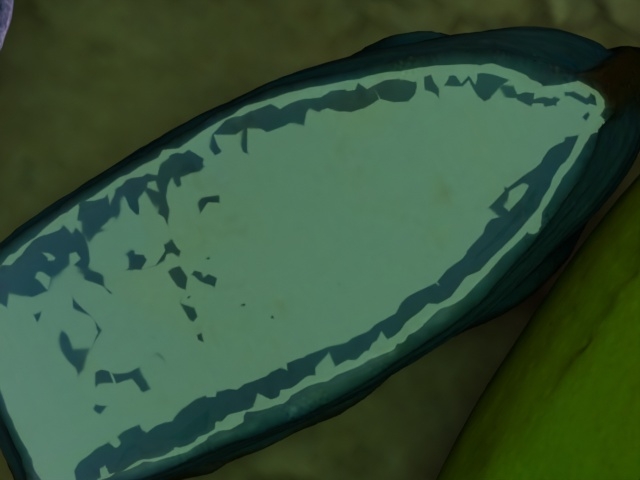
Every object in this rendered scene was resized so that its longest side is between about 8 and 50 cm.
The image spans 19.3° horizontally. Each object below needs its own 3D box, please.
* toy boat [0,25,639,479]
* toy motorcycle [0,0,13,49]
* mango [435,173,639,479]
[{"bbox_3d":[0.000,0.000,0.441,0.185,0.077,0.075,-29,89,0],"label":"toy boat"},{"bbox_3d":[-0.146,-0.137,0.424,0.136,0.092,0.254,-10,76,1],"label":"toy motorcycle"},{"bbox_3d":[0.095,0.057,0.419,0.125,0.111,0.233,29,90,-1],"label":"mango"}]
